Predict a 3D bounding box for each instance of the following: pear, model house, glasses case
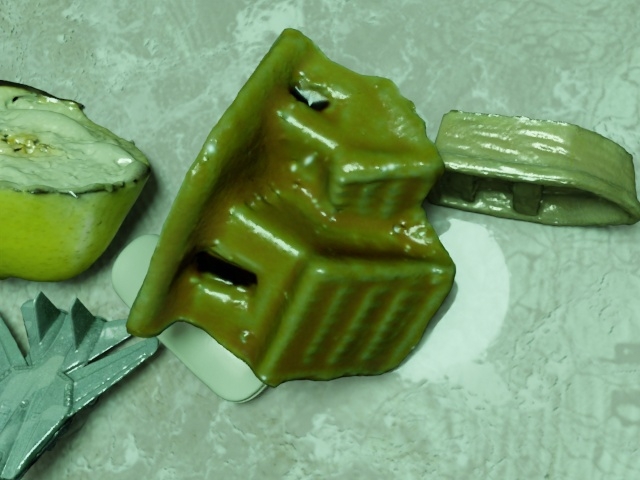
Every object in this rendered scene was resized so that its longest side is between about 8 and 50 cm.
[{"bbox_3d":[-0.316,-0.038,0.682,0.267,0.267,0.178,27,112,15],"label":"pear"},{"bbox_3d":[0.003,-0.007,0.580,0.239,0.173,0.268,29,115,5],"label":"model house"},{"bbox_3d":[-0.127,0.075,0.678,0.204,0.051,0.081,43,87,16],"label":"glasses case"}]

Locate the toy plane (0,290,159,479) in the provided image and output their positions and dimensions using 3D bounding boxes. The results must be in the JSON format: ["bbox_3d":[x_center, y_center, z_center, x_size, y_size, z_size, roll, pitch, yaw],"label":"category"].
[{"bbox_3d":[-0.286,0.185,0.660,0.212,0.088,0.267,8,64,14],"label":"toy plane"}]

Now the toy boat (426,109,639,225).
[{"bbox_3d":[0.188,-0.060,0.601,0.188,0.116,0.061,11,77,16],"label":"toy boat"}]
